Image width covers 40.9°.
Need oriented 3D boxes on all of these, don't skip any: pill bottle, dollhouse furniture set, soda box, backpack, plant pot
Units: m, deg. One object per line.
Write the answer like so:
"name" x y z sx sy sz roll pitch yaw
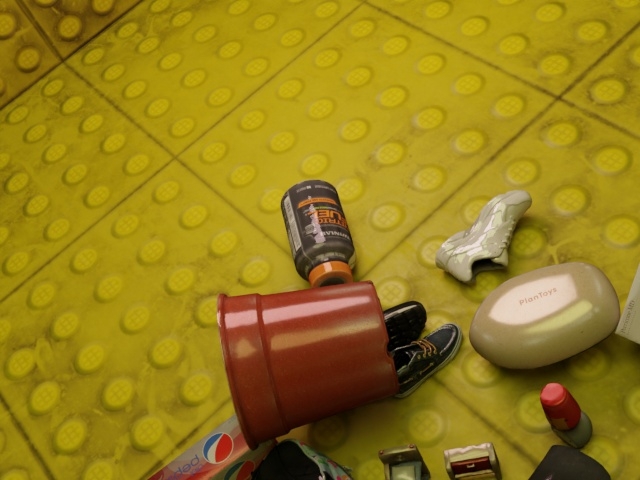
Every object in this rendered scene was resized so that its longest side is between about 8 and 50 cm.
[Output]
"pill bottle" 0.000 0.000 1.789 0.130 0.130 0.245 -21 50 6
"dollhouse furniture set" 0.201 0.407 1.398 0.184 0.129 0.129 -14 51 12
"soda box" -0.203 0.423 1.571 0.263 0.092 0.083 -37 51 -8
"backpack" -0.034 0.452 1.396 0.225 0.191 0.253 -58 25 -6
"plant pot" -0.016 0.193 1.466 0.265 0.272 0.272 -13 50 1

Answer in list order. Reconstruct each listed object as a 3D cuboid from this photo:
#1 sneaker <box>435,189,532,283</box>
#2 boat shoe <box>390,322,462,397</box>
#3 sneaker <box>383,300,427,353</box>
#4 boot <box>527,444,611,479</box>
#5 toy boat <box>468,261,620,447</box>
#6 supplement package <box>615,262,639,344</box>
"sneaker" 0.344 0.002 1.691 0.232 0.090 0.115 -43 57 -2
"boat shoe" 0.190 0.208 1.584 0.183 0.083 0.065 -44 51 -14
"sneaker" 0.063 0.179 1.649 0.283 0.107 0.124 -31 43 -3
"boot" 0.236 0.453 1.250 0.445 0.146 0.367 -40 69 -21
"toy boat" 0.397 0.195 1.486 0.267 0.148 0.318 -19 44 20
"supplement package" 0.627 0.094 1.397 0.203 0.194 0.149 24 23 34
